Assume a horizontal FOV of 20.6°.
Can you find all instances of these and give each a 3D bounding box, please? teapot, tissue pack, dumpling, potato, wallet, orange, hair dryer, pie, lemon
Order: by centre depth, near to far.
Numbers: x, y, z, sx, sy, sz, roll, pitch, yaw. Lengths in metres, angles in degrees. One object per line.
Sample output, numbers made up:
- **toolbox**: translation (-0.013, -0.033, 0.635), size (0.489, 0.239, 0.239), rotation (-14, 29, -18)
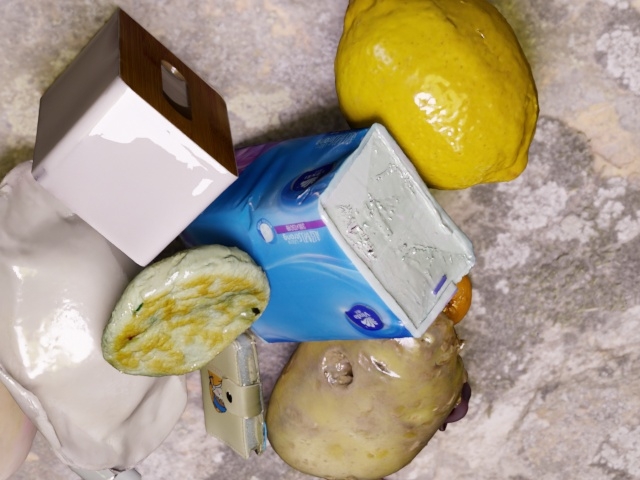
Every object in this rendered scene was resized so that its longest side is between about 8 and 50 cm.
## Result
- **pie**: translation (-0.140, 0.074, 1.801), size (0.186, 0.041, 0.187), rotation (-22, 146, -16)
- **tissue pack**: translation (-0.192, -0.108, 1.805), size (0.159, 0.246, 0.136), rotation (40, 103, -21)
- **lemon**: translation (0.121, -0.163, 1.847), size (0.204, 0.204, 0.260), rotation (-39, 99, 10)
- **tissue pack**: translation (0.000, 0.000, 1.856), size (0.198, 0.263, 0.146), rotation (52, 57, -23)
- **dumpling**: translation (-0.263, 0.108, 1.882), size (0.181, 0.260, 0.341), rotation (12, 127, 17)
- **potato**: translation (0.057, 0.164, 1.987), size (0.191, 0.141, 0.296), rotation (24, 133, -15)
- **wallet**: translation (-0.100, 0.163, 2.012), size (0.039, 0.110, 0.155), rotation (-18, 118, -28)
- **orange**: translation (0.133, 0.062, 2.015), size (0.083, 0.070, 0.083), rotation (-4, 111, -10)
- **hair dryer**: translation (-0.286, 0.298, 2.079), size (0.082, 0.047, 0.137), rotation (41, 110, -20)
- **teapot**: translation (0.146, 0.184, 2.084), size (0.067, 0.045, 0.100), rotation (8, 132, 14)

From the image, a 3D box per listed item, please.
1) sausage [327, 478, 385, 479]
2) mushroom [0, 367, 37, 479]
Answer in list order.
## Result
- **sausage**: translation (0.042, 0.288, 2.119), size (0.147, 0.035, 0.030), rotation (28, 75, -15)
- **mushroom**: translation (-0.396, 0.149, 1.929), size (0.236, 0.173, 0.162), rotation (25, 105, -16)
